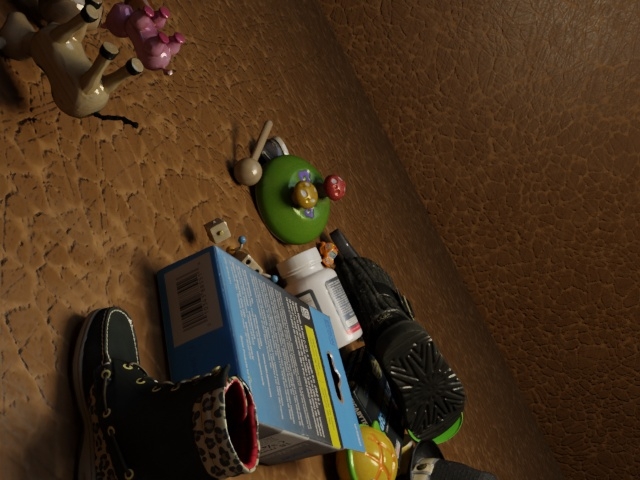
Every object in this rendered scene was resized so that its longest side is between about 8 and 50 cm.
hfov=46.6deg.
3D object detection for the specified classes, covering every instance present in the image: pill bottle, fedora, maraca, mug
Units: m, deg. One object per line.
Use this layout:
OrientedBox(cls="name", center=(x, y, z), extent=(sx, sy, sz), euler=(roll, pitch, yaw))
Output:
OrientedBox(cls="pill bottle", center=(-0.007, 0.109, 1.340), extent=(0.180, 0.107, 0.108), euler=(66, 18, 2))
OrientedBox(cls="fedora", center=(0.274, 0.532, 1.429), extent=(0.334, 0.152, 0.334), euler=(-11, 90, -69))
OrientedBox(cls="maraca", center=(0.086, 0.373, 1.263), extent=(0.185, 0.099, 0.127), euler=(2, 73, -67))
OrientedBox(cls="mug", center=(0.156, 0.434, 1.483), extent=(0.062, 0.078, 0.064), euler=(2, -66, 60))

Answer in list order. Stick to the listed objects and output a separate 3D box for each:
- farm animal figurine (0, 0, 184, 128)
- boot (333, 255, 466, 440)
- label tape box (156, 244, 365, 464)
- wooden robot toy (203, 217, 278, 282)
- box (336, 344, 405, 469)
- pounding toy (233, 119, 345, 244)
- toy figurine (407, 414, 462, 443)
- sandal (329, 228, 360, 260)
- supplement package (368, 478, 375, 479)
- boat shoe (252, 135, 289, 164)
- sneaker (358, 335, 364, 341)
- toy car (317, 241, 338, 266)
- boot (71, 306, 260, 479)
OrientedBox(cls="farm animal figurine", center=(-0.331, -0.316, 0.916), extent=(0.326, 0.172, 0.330), euler=(40, 36, -28))
OrientedBox(cls="boot", center=(0.152, 0.209, 1.471), extent=(0.260, 0.131, 0.348), euler=(51, -13, 52))
OrientedBox(cls="label tape box", center=(-0.077, 0.182, 1.046), extent=(0.333, 0.105, 0.241), euler=(40, 30, -54))
OrientedBox(cls="wooden robot toy", center=(-0.140, 0.036, 1.168), extent=(0.079, 0.076, 0.173), euler=(28, -21, 55))
OrientedBox(cls="box", center=(0.103, 0.326, 1.458), extent=(0.175, 0.051, 0.220), euler=(61, 18, -9))
OrientedBox(cls="pounding toy", center=(-0.039, -0.108, 1.433), extent=(0.237, 0.110, 0.183), euler=(50, 48, -25))
OrientedBox(cls="toy figurine", center=(0.229, 0.365, 1.732), extent=(0.173, 0.130, 0.159), euler=(30, 17, -20))
OrientedBox(cls="sandal", center=(0.082, 0.070, 1.747), extent=(0.254, 0.054, 0.097), euler=(52, 5, -35))
OrientedBox(cls="supplement package", center=(0.014, 0.414, 0.837), extent=(0.149, 0.203, 0.194), euler=(51, 23, -37))
OrientedBox(cls="boat shoe", center=(-0.082, -0.110, 1.537), extent=(0.064, 0.075, 0.206), euler=(-24, 96, -30))
OrientedBox(cls="sneaker", center=(0.096, 0.177, 1.662), extent=(0.135, 0.052, 0.058), euler=(-67, 140, -57))
OrientedBox(cls="toy car", center=(0.000, 0.000, 1.619), extent=(0.122, 0.040, 0.060), euler=(53, 21, -34))
OrientedBox(cls="boot", center=(-0.154, 0.151, 0.742), extent=(0.085, 0.178, 0.237), euler=(42, 29, -51))
